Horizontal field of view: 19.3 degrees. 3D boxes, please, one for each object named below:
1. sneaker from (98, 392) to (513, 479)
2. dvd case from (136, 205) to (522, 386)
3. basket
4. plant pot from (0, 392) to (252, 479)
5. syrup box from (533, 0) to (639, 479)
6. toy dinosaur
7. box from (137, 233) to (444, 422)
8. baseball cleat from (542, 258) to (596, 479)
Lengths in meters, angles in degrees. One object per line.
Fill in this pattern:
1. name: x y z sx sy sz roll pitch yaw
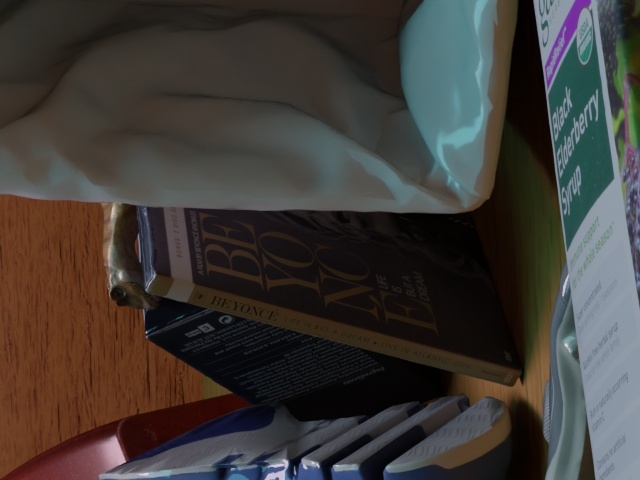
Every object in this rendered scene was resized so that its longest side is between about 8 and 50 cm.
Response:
1. sneaker: 0.002 0.198 1.121 0.315 0.127 0.182 -7 102 48
2. dvd case: 0.000 0.000 1.071 0.164 0.221 0.018 -102 34 -52
3. basket: -0.058 -0.212 0.998 0.266 0.331 0.328 -81 -6 -66
4. plant pot: -0.095 0.255 1.530 0.267 0.267 0.236 66 147 21
5. syrup box: 0.130 -0.006 0.581 0.093 0.096 0.237 109 156 -69
6. toy dinosaur: -0.116 -0.062 1.164 0.064 0.112 0.211 34 -140 -45
7. box: -0.019 0.021 1.233 0.207 0.108 0.153 40 -145 -48
8. baseball cleat: 0.118 0.037 0.761 0.109 0.072 0.206 -92 9 -53
